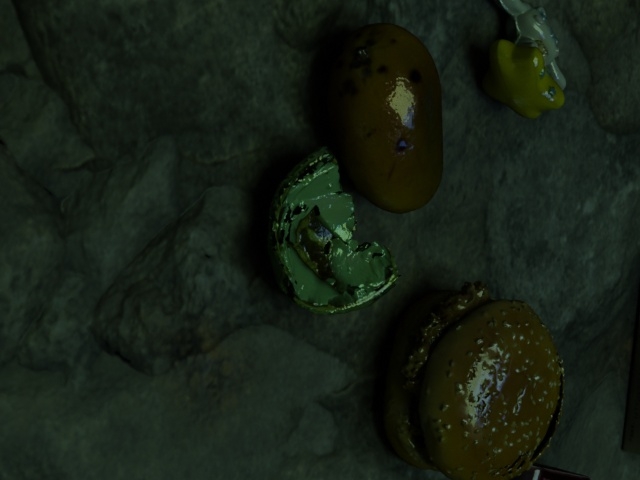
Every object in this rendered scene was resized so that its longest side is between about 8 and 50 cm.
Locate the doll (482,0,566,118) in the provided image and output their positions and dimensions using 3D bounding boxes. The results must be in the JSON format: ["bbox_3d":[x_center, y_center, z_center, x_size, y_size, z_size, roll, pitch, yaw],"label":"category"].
[{"bbox_3d":[0.194,-0.170,1.678,0.135,0.071,0.113,28,60,-54],"label":"doll"}]

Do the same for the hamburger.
[{"bbox_3d":[0.142,0.128,1.641,0.182,0.118,0.191,-19,109,-48],"label":"hamburger"}]

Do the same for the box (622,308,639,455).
[{"bbox_3d":[0.424,0.132,1.972,0.168,0.095,0.212,-5,103,-50],"label":"box"}]

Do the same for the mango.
[{"bbox_3d":[0.058,-0.097,1.515,0.115,0.090,0.178,-51,141,-47],"label":"mango"}]

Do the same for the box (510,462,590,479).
[{"bbox_3d":[0.194,0.330,1.780,0.120,0.069,0.224,20,82,-48],"label":"box"}]

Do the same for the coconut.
[{"bbox_3d":[-0.002,-0.003,1.491,0.133,0.055,0.158,-39,124,-34],"label":"coconut"}]
